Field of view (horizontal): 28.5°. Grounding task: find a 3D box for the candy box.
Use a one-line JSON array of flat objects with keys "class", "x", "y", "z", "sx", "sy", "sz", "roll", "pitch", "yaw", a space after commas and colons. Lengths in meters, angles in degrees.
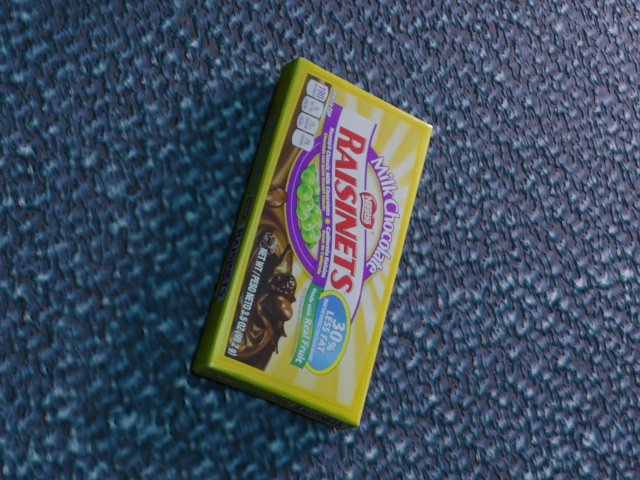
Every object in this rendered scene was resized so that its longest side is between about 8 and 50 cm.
[{"class": "candy box", "x": 0.000, "y": 0.000, "z": 0.760, "sx": 0.105, "sy": 0.027, "sz": 0.206, "roll": 26, "pitch": 66, "yaw": -25}]
